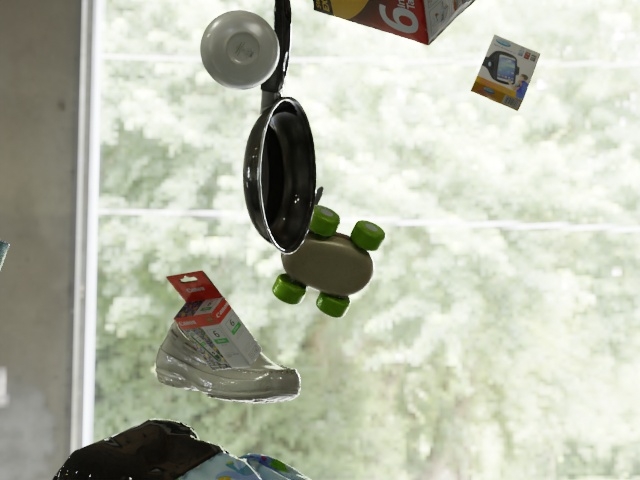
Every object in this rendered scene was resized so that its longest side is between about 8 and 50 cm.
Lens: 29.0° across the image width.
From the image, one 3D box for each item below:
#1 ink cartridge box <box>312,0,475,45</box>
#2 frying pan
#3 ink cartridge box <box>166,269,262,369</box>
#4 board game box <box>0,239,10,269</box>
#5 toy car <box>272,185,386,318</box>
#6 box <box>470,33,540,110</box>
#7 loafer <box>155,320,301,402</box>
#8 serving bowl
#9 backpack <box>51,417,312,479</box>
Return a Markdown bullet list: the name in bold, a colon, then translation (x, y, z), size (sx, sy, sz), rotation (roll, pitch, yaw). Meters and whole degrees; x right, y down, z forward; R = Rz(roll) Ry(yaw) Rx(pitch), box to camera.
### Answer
- **ink cartridge box**: translation (0.051, -0.445, 1.627), size (0.272, 0.130, 0.309), rotation (23, -36, 33)
- **frying pan**: translation (-0.061, -0.134, 1.513), size (0.053, 0.197, 0.326), rotation (1, -53, 20)
- **ink cartridge box**: translation (-0.118, 0.085, 1.300), size (0.063, 0.029, 0.115), rotation (-11, -57, 43)
- **board game box**: translation (-0.467, 0.036, 1.539), size (0.026, 0.126, 0.186), rotation (14, -10, 23)
- **toy car**: translation (0.000, 0.000, 1.934), size (0.149, 0.155, 0.188), rotation (18, 24, -20)
- **box**: translation (0.291, -0.267, 1.926), size (0.081, 0.136, 0.028), rotation (23, -37, 2)
- **loafer**: translation (-0.143, 0.176, 1.836), size (0.112, 0.111, 0.319), rotation (8, -2, -41)
- **serving bowl**: translation (-0.082, -0.197, 1.277), size (0.083, 0.083, 0.027), rotation (2, 5, -12)
- **backpack**: translation (0.001, 0.302, 0.736), size (0.273, 0.290, 0.355), rotation (-14, 41, -45)
